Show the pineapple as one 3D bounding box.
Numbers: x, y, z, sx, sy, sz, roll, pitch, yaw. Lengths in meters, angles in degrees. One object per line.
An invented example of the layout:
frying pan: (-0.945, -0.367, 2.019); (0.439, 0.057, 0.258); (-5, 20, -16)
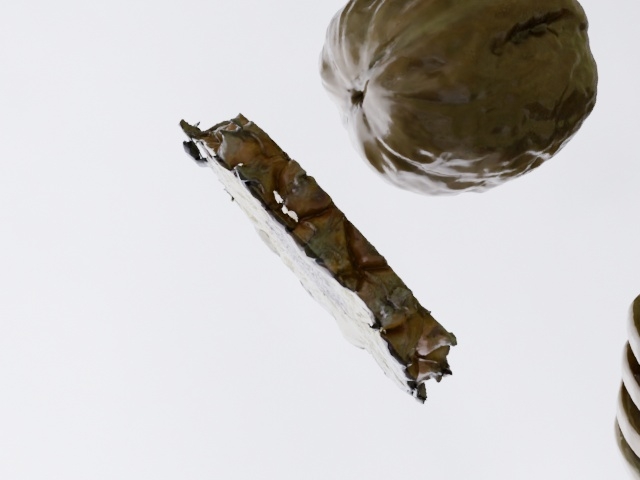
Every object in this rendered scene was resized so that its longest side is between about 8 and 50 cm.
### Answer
pineapple: (0.000, 0.000, 1.048); (0.221, 0.047, 0.221); (47, 175, 6)

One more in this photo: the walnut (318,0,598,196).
walnut: (0.094, -0.109, 1.159); (0.184, 0.155, 0.155); (-20, -101, -33)

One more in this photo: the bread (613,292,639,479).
bread: (0.237, 0.104, 1.144); (0.081, 0.225, 0.134); (-20, -134, -19)
